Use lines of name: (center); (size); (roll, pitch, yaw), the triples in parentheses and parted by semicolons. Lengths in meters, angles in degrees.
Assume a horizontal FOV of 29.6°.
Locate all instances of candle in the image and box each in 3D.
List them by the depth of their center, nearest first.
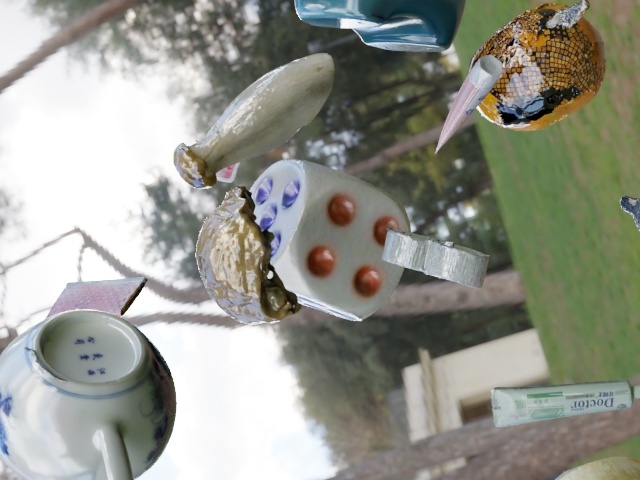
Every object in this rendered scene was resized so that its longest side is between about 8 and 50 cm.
candle: (0.209, 0.031, 2.086); (0.168, 0.192, 0.068); (11, -84, -58)

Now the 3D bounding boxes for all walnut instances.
walnut: (-0.135, 0.034, 2.016); (0.204, 0.141, 0.238); (81, 166, -84)

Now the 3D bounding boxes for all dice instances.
dice: (0.000, 0.000, 2.363); (0.259, 0.243, 0.251); (25, -97, -30)

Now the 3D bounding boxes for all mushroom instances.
mushroom: (-0.113, -0.219, 2.203); (0.128, 0.350, 0.128); (52, 172, 10)

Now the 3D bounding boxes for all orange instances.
orange: (0.347, -0.274, 1.951); (0.182, 0.234, 0.234); (63, -168, -4)

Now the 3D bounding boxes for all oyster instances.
oyster: (0.347, -0.317, 1.680); (0.019, 0.054, 0.083); (51, 165, -18)

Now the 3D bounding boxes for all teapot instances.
teapot: (-0.324, 0.245, 1.632); (0.424, 0.252, 0.280); (56, 142, 43)

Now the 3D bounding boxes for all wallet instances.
wallet: (-0.423, 0.111, 2.271); (0.020, 0.196, 0.103); (63, -143, -32)

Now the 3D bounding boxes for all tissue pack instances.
tissue pack: (0.100, -0.423, 1.926); (0.287, 0.198, 0.206); (10, -92, -49)

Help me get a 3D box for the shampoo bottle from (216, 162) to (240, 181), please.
shampoo bottle: (-0.186, -0.166, 2.368); (0.043, 0.072, 0.099); (-91, 24, -48)

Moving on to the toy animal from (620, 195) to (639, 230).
toy animal: (0.556, -0.026, 2.000); (0.121, 0.117, 0.210); (92, -172, -52)

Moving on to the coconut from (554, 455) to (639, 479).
coconut: (0.530, 0.547, 2.221); (0.323, 0.323, 0.323); (-18, -90, -78)

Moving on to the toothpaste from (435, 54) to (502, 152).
toothpaste: (0.220, -0.208, 1.843); (0.194, 0.043, 0.067); (122, 173, -56)

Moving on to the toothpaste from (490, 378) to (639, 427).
toothpaste: (0.349, 0.223, 1.693); (0.041, 0.218, 0.064); (-85, -13, -68)
